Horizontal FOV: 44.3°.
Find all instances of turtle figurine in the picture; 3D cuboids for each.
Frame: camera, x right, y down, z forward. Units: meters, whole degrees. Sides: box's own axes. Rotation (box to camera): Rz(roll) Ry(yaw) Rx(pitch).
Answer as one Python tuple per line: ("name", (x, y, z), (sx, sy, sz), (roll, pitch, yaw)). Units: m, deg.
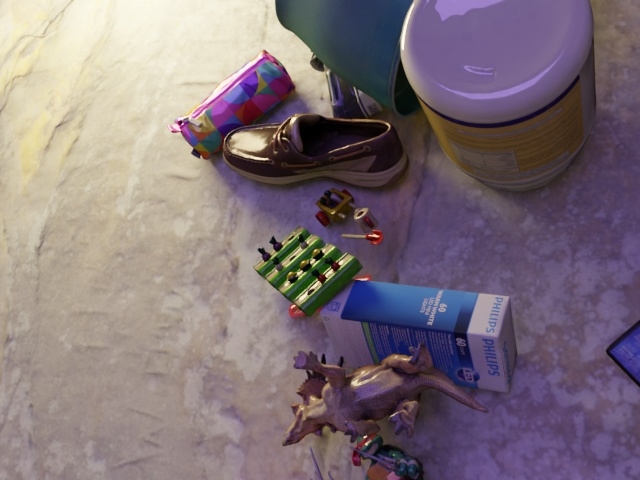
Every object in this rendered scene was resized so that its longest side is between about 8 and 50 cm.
("turtle figurine", (0.099, 0.344, 1.084), (0.234, 0.118, 0.175), (51, 129, 18))

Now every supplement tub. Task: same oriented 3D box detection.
("supplement tub", (0.263, -0.220, 1.111), (0.240, 0.331, 0.241), (-6, 71, 18))

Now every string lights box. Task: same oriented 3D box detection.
("string lights box", (0.143, 0.136, 1.135), (0.259, 0.133, 0.077), (5, 48, 25))

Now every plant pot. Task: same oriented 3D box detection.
("plant pot", (0.080, -0.370, 1.229), (0.255, 0.272, 0.272), (31, 84, 19))

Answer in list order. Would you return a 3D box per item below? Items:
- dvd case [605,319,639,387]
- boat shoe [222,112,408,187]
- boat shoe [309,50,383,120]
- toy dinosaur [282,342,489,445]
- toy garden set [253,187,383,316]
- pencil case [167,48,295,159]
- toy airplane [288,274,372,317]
("dvd case", (0.537, 0.131, 1.039), (0.253, 0.022, 0.180), (-41, 59, 4))
("boat shoe", (-0.024, -0.170, 1.332), (0.341, 0.123, 0.123), (10, 59, 25))
("boat shoe", (0.026, -0.343, 1.410), (0.102, 0.108, 0.301), (-19, 70, 14))
("toy dinosaur", (0.075, 0.209, 1.094), (0.295, 0.200, 0.127), (-9, 79, 6))
("toy garden set", (0.000, 0.000, 1.234), (0.204, 0.049, 0.244), (-42, 24, -9))
("pencil case", (-0.160, -0.249, 1.449), (0.236, 0.104, 0.104), (-38, 60, 3))
("toy airplane", (0.011, 0.073, 1.286), (0.151, 0.028, 0.151), (-8, 66, 19))
